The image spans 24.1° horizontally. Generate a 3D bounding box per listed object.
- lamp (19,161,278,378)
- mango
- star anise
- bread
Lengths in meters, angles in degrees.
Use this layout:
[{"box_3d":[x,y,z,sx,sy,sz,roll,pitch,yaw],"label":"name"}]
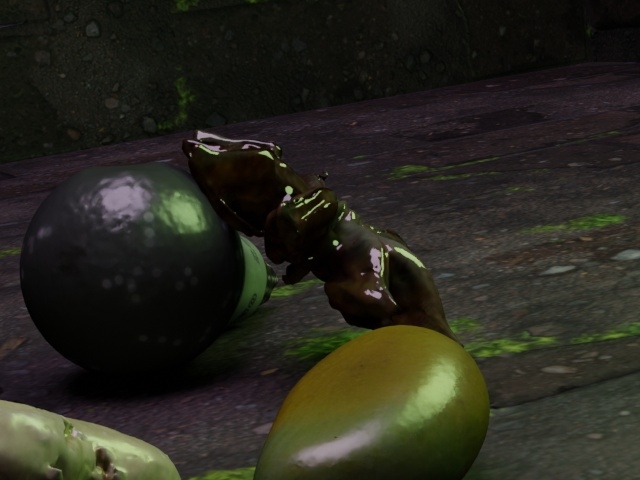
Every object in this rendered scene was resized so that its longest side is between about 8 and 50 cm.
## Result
[{"box_3d":[-0.112,0.022,1.280,0.182,0.182,0.314,2,2,38],"label":"lamp"},{"box_3d":[0.028,0.114,0.882,0.130,0.092,0.194,3,19,36],"label":"mango"},{"box_3d":[0.000,0.000,1.186,0.088,0.288,0.288,-50,7,8],"label":"star anise"},{"box_3d":[-0.222,0.111,0.824,0.316,0.054,0.316,9,-13,2],"label":"bread"}]
